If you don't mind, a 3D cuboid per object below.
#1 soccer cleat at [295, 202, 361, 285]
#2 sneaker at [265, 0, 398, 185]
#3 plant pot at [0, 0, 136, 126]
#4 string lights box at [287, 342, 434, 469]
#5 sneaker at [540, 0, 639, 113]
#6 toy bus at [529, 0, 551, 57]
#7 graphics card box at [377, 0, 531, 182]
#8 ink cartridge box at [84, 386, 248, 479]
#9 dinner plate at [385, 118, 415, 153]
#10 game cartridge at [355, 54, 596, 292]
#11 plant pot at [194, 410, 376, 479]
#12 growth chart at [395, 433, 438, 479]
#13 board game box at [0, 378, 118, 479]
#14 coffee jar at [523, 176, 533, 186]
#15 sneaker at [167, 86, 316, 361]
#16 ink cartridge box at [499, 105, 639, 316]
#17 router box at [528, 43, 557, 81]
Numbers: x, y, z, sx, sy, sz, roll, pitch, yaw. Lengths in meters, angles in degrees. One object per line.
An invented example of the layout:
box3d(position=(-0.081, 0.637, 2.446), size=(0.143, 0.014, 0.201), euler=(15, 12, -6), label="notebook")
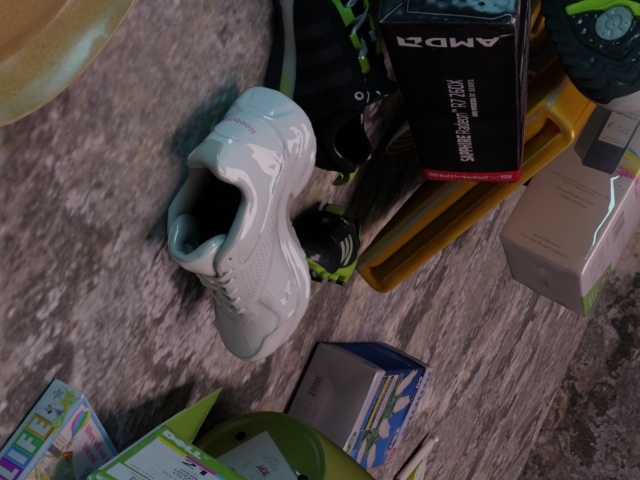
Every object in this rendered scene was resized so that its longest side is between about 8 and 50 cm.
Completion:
box3d(position=(0.000, 0.000, 1.176), size=(0.179, 0.060, 0.072), euler=(14, 92, -77), label="soccer cleat")
box3d(position=(0.021, -0.146, 0.965), size=(0.084, 0.097, 0.235), euler=(-46, 154, -43), label="sneaker")
box3d(position=(-0.142, -0.165, 0.611), size=(0.236, 0.032, 0.236), euler=(-51, 157, -32), label="plant pot")
box3d(position=(0.042, 0.190, 1.492), size=(0.133, 0.076, 0.259), euler=(-66, 161, 4), label="string lights box")
box3d(position=(0.281, -0.246, 1.192), size=(0.147, 0.145, 0.385), euler=(52, 30, -39), label="sneaker")
box3d(position=(0.197, -0.232, 1.309), size=(0.202, 0.104, 0.191), euler=(-53, 159, -28), label="toy bus")
box3d(position=(0.112, -0.199, 0.977), size=(0.371, 0.094, 0.233), euler=(56, 38, -76), label="graphics card box")
box3d(position=(-0.124, 0.239, 1.016), size=(0.189, 0.097, 0.255), euler=(-62, 170, 16), label="ink cartridge box")
box3d(position=(0.124, -0.127, 1.296), size=(0.141, 0.017, 0.141), euler=(-26, 171, -4), label="dinner plate")
box3d(position=(0.194, -0.103, 1.333), size=(0.285, 0.053, 0.323), euler=(-42, -178, 39), label="game cartridge")
box3d(position=(-0.028, 0.302, 1.229), size=(0.275, 0.274, 0.294), euler=(-53, 144, -30), label="plant pot")
box3d(position=(0.141, 0.425, 2.151), size=(0.172, 0.021, 0.237), euler=(-48, 155, -36), label="growth chart")
box3d(position=(-0.191, 0.176, 0.933), size=(0.103, 0.026, 0.154), euler=(-55, 159, -23), label="board game box")
box3d(position=(0.295, -0.121, 1.750), size=(0.096, 0.079, 0.184), euler=(-66, 161, 11), label="coffee jar")
box3d(position=(-0.071, 0.005, 0.963), size=(0.115, 0.090, 0.232), euler=(-37, 139, -41), label="sneaker")
box3d(position=(0.371, -0.101, 1.667), size=(0.353, 0.119, 0.207), euler=(-58, 160, -9), label="ink cartridge box")
box3d(position=(0.339, -0.316, 1.609), size=(0.309, 0.081, 0.243), euler=(-64, 161, 1), label="router box")
